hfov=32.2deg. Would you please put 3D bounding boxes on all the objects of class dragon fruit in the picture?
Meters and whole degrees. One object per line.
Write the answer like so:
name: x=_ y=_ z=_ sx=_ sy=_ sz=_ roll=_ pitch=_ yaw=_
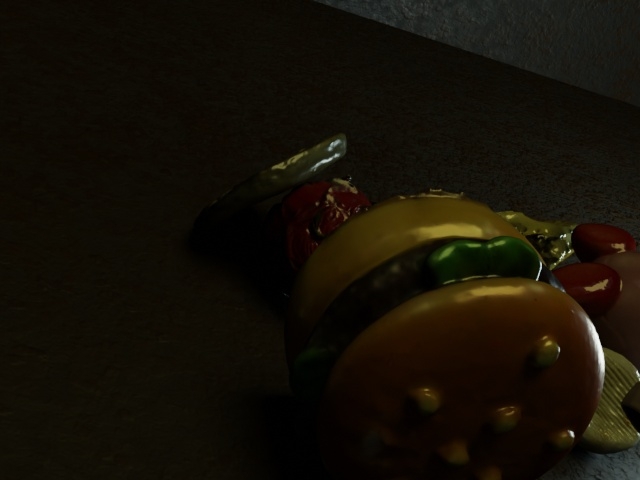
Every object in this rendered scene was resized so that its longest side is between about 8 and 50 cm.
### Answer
dragon fruit: x=0.000 y=0.000 z=1.725 sx=0.193 sy=0.192 sz=0.274 roll=-10 pitch=7 yaw=-23

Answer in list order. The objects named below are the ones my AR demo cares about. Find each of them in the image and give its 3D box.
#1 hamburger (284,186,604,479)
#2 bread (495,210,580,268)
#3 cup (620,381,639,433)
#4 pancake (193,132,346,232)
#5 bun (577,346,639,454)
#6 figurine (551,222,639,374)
hamburger: x=0.146 y=0.151 z=1.372 sx=0.395 sy=0.396 sz=0.277 roll=14 pitch=29 yaw=-27
bread: x=0.348 y=0.021 z=2.068 sx=0.262 sy=0.163 sz=0.204 roll=9 pitch=18 yaw=29
cup: x=0.572 y=0.308 z=1.544 sx=0.273 sy=0.208 sz=0.288 roll=54 pitch=12 yaw=-66
pancake: x=-0.081 y=-0.094 z=1.777 sx=0.049 sy=0.294 sz=0.294 roll=61 pitch=27 yaw=-4
bun: x=0.430 y=0.259 z=1.764 sx=0.183 sy=0.102 sz=0.183 roll=10 pitch=65 yaw=-21
figurine: x=0.532 y=0.114 z=1.876 sx=0.269 sy=0.211 sz=0.261 roll=-43 pitch=114 yaw=-51
